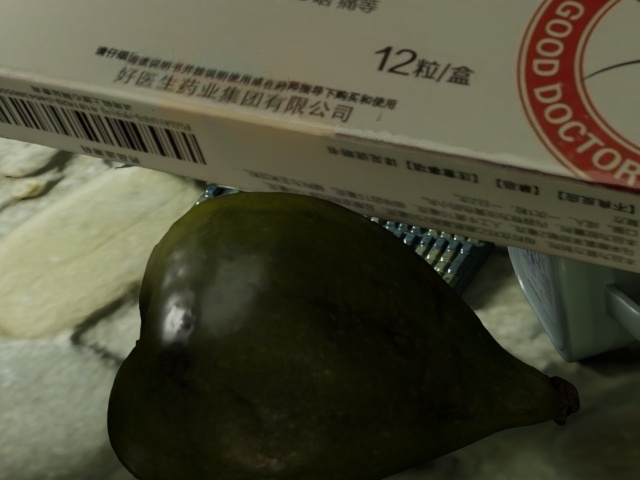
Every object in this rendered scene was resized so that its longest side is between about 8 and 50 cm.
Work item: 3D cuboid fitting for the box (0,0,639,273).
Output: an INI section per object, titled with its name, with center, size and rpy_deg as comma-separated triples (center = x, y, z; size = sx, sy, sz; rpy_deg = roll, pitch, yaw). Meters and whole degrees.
[box]
center = 0.038, -0.111, 0.583
size = 0.353, 0.069, 0.214
rpy_deg = 14, 60, 17

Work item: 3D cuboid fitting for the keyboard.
[keyboard]
center = 0.000, 0.001, 0.693
size = 0.176, 0.014, 0.055
rpy_deg = 11, 44, 30

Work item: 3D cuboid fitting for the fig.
[fig]
center = 0.003, 0.063, 0.548
size = 0.126, 0.185, 0.133
rpy_deg = -41, 30, 31

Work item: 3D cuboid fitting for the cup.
[cup]
center = 0.158, -0.002, 0.580
size = 0.129, 0.095, 0.128
rpy_deg = -18, 38, -3
